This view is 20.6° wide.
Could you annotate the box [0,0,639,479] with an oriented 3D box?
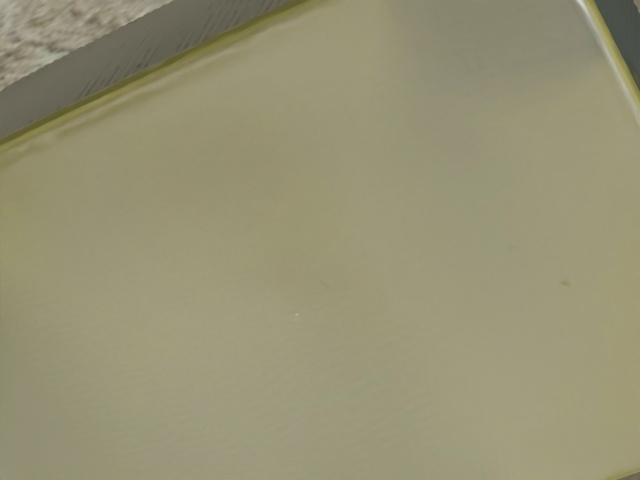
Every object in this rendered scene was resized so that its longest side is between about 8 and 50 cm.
[{"bbox_3d":[0.000,0.000,0.462,0.201,0.090,0.144,-23,112,22],"label":"box"}]
